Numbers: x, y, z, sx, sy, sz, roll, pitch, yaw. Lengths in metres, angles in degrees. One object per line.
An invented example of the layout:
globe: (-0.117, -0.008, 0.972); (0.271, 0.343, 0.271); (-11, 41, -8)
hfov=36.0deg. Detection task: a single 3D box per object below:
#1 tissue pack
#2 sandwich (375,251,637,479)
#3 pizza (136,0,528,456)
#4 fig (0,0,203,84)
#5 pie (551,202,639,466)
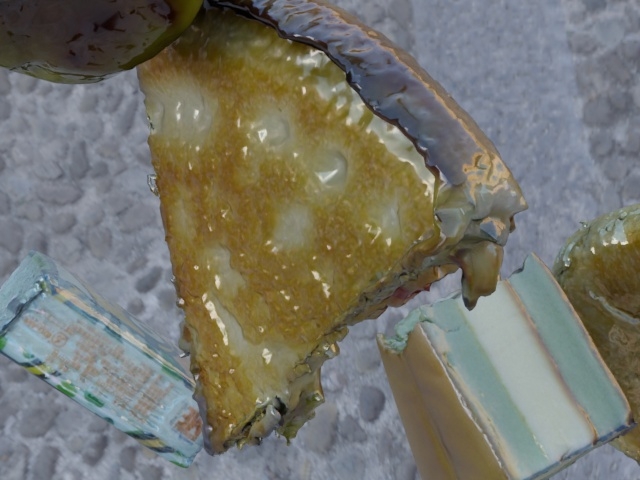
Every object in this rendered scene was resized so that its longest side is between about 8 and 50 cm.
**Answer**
tissue pack: (-0.290, 0.155, 1.330); (0.128, 0.311, 0.228); (-53, 21, -5)
sandwich: (0.156, 0.145, 0.946); (0.155, 0.227, 0.198); (-22, 69, -19)
pizza: (0.000, 0.000, 0.514); (0.074, 0.288, 0.251); (-17, 18, -35)
fig: (-0.123, -0.151, 0.476); (0.154, 0.166, 0.144); (22, 103, -6)
pie: (0.389, 0.114, 1.032); (0.339, 0.339, 0.083); (26, 35, 24)
